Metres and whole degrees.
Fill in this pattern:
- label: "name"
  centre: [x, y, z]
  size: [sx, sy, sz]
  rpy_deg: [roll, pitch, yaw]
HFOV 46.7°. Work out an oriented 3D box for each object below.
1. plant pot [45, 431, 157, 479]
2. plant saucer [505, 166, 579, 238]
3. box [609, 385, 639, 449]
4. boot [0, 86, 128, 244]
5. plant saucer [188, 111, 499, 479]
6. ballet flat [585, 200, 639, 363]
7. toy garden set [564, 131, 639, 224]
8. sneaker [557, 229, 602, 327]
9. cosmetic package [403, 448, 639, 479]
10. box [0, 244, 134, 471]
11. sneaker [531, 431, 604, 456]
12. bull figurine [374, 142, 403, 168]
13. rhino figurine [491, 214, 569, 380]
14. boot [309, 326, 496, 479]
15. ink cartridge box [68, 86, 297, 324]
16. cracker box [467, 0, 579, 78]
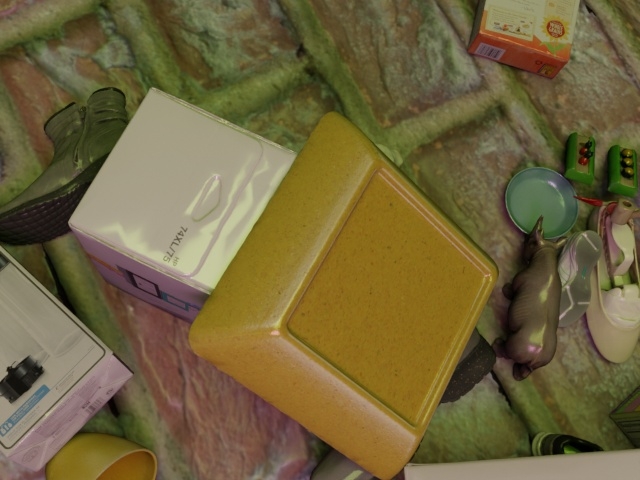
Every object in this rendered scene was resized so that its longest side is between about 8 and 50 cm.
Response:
- label: "plant pot"
  centre: [-0.287, 0.295, 0.930]
  size: [0.095, 0.134, 0.134]
  rpy_deg: [28, 70, 27]
- label: "plant saucer"
  centre: [0.344, -0.056, 1.162]
  size: [0.120, 0.021, 0.119]
  rpy_deg: [2, 74, -7]
- label: "box"
  centre: [0.584, 0.271, 1.046]
  size: [0.214, 0.117, 0.243]
  rpy_deg: [-37, 82, -16]
- label: "boot"
  centre: [-0.368, -0.108, 1.063]
  size: [0.247, 0.083, 0.161]
  rpy_deg: [-29, 59, -2]
- label: "plant saucer"
  centre: [0.067, 0.067, 0.863]
  size: [0.333, 0.081, 0.332]
  rpy_deg: [40, 67, -24]
- label: "ballet flat"
  centre: [0.444, 0.056, 1.110]
  size: [0.086, 0.086, 0.248]
  rpy_deg: [2, 73, -7]
- label: "toy garden set"
  centre: [0.493, -0.080, 1.111]
  size: [0.244, 0.049, 0.203]
  rpy_deg: [18, 43, 6]
- label: "sneaker"
  centre: [0.379, 0.058, 1.119]
  size: [0.054, 0.061, 0.152]
  rpy_deg: [18, 91, -10]
- label: "cosmetic package"
  centre: [0.296, 0.361, 0.897]
  size: [0.366, 0.155, 0.196]
  rpy_deg: [-6, 68, 10]
- label: "box"
  centre: [-0.401, 0.127, 0.935]
  size: [0.290, 0.087, 0.169]
  rpy_deg: [38, 72, 22]
- label: "sneaker"
  centre: [0.378, 0.322, 1.025]
  size: [0.170, 0.075, 0.063]
  rpy_deg: [34, 72, 3]
- label: "bull figurine"
  centre: [0.000, 0.000, 1.009]
  size: [0.101, 0.188, 0.310]
  rpy_deg: [32, 73, 8]
- label: "rhino figurine"
  centre: [0.310, 0.076, 1.073]
  size: [0.073, 0.106, 0.243]
  rpy_deg: [15, 72, -4]
- label: "boot"
  centre: [0.064, 0.163, 0.979]
  size: [0.338, 0.118, 0.222]
  rpy_deg: [-42, 106, -27]
- label: "ink cartridge box"
  centre: [-0.165, -0.021, 0.954]
  size: [0.197, 0.270, 0.198]
  rpy_deg: [26, 71, 1]
- label: "cracker box"
  centre: [0.349, -0.405, 1.244]
  size: [0.156, 0.067, 0.232]
  rpy_deg: [17, 73, -3]
